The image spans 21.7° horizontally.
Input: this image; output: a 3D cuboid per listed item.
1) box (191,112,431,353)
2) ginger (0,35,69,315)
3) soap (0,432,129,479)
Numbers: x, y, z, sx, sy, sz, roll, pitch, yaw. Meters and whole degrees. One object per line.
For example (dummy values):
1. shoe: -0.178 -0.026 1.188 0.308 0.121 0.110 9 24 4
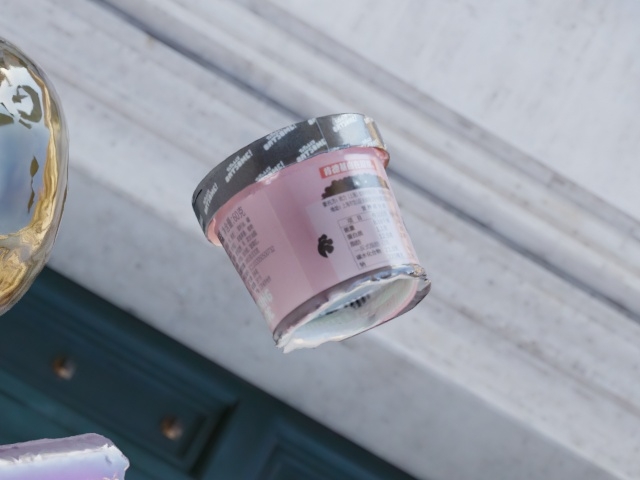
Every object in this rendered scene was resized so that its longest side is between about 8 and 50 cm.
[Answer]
1. box: 0.000 0.000 1.220 0.151 0.135 0.151 -24 162 -8
2. ginger: -0.211 -0.076 0.508 0.155 0.304 0.244 -30 -166 31
3. soap: -0.167 0.100 0.494 0.122 0.203 0.065 -12 -98 46
